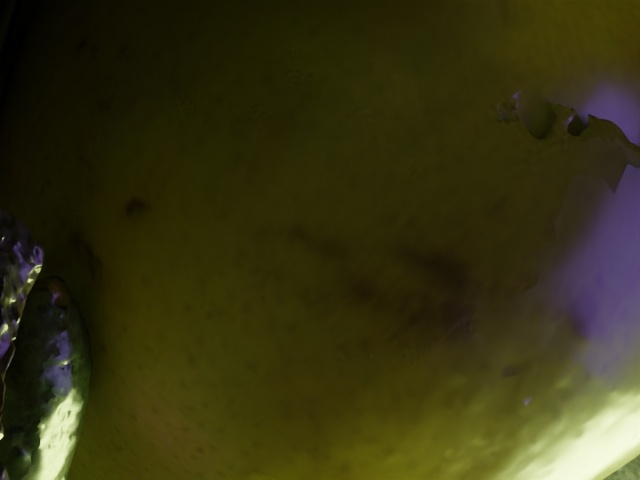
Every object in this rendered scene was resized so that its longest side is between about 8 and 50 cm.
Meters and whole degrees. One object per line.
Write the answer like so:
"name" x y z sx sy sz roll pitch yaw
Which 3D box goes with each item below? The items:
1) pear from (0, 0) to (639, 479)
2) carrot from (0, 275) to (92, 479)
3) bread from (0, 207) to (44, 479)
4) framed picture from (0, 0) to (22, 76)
"pear" 0.008 -0.009 0.681 0.285 0.285 0.336 -64 -173 -28
"carrot" -0.150 0.153 0.634 0.358 0.074 0.074 -64 176 32
"bread" -0.121 0.044 0.502 0.082 0.060 0.113 -44 -145 39
"framed picture" -0.144 -0.034 0.436 0.347 0.016 0.265 -48 160 -69
